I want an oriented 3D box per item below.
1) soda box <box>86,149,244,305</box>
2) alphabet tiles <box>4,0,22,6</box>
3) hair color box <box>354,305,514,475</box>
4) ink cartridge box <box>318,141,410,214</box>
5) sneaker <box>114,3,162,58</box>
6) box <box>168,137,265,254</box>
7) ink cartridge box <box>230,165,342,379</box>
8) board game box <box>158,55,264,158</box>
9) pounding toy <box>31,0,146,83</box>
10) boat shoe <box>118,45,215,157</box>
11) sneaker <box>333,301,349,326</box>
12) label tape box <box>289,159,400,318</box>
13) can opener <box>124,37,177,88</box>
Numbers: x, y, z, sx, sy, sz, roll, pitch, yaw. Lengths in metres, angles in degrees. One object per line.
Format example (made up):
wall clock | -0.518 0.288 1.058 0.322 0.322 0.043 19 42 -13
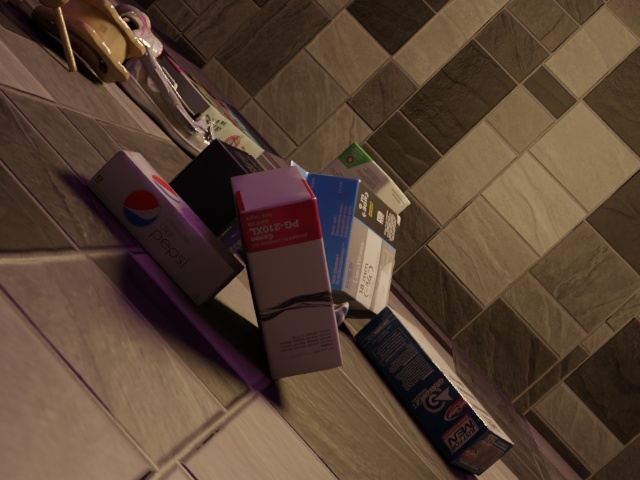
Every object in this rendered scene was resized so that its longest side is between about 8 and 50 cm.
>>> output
soda box | -0.200 -0.018 1.123 0.216 0.069 0.074 46 6 3
alphabet tiles | -0.655 -0.529 1.528 0.278 0.021 0.284 52 8 37
hair color box | 0.230 0.308 1.774 0.347 0.105 0.174 51 8 36
ink cartridge box | 0.058 -0.088 2.294 0.121 0.289 0.211 44 6 -45
sneaker | -0.537 -0.604 2.427 0.252 0.103 0.111 51 6 37
box | -0.151 -0.056 1.313 0.108 0.153 0.207 48 7 6
ink cartridge box | -0.047 0.040 1.147 0.172 0.100 0.237 -117 -163 -69
board game box | -0.306 -0.331 2.286 0.224 0.097 0.303 50 6 27
pounding toy | -0.469 -0.381 1.627 0.154 0.155 0.269 18 -20 30
boat shoe | -0.311 -0.287 1.922 0.320 0.103 0.118 45 6 -15
sneaker | -0.046 0.066 1.558 0.237 0.086 0.085 45 8 -1
label tape box | 0.042 0.007 1.766 0.105 0.241 0.333 1 -18 29
can opener | -0.432 -0.421 2.092 0.095 0.076 0.283 41 7 -48
